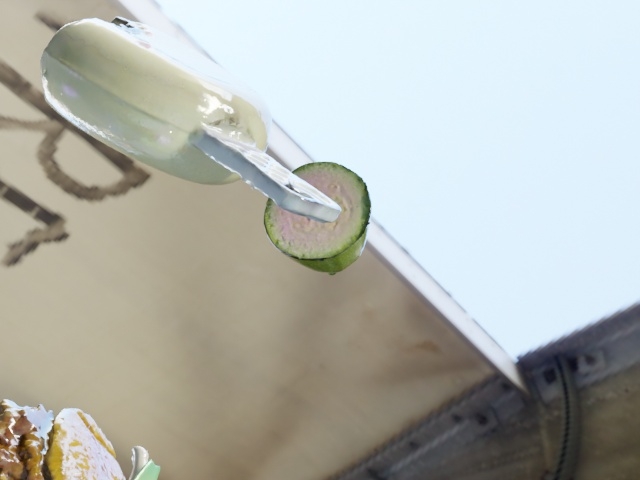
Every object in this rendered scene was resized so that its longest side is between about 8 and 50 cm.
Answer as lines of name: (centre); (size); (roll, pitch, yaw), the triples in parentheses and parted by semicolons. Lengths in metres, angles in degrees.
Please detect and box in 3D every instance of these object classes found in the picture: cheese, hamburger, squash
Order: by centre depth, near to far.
cheese: (-0.071, -0.073, 0.753); (0.248, 0.163, 0.071); (31, -79, 21)
hamburger: (-0.217, 0.247, 0.918); (0.155, 0.245, 0.282); (-27, -174, -4)
squash: (0.008, 0.000, 1.119); (0.105, 0.132, 0.105); (-5, -117, 10)

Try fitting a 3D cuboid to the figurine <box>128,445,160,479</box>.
figurine: (-0.185, 0.301, 1.168); (0.083, 0.083, 0.187); (-19, -130, 27)
